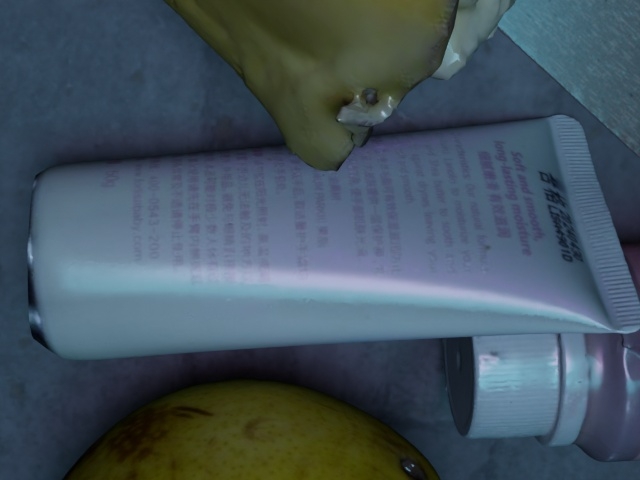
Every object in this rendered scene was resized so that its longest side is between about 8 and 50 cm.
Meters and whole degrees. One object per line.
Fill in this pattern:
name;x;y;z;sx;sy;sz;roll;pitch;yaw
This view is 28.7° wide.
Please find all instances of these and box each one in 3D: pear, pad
pear;-0.044;0.219;0.756;0.280;0.281;0.281;-2;107;-6
pad;0.195;-0.183;0.800;0.266;0.002;0.176;39;99;-15

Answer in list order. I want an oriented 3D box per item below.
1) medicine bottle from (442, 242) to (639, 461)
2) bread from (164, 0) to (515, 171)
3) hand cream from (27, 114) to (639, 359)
medicine bottle;0.209;0.070;0.806;0.247;0.147;0.147;-2;107;-5
bread;0.006;-0.279;0.603;0.394;0.250;0.361;44;88;-14
hand cream;0.000;0.000;0.763;0.358;0.185;0.118;-4;134;-1
